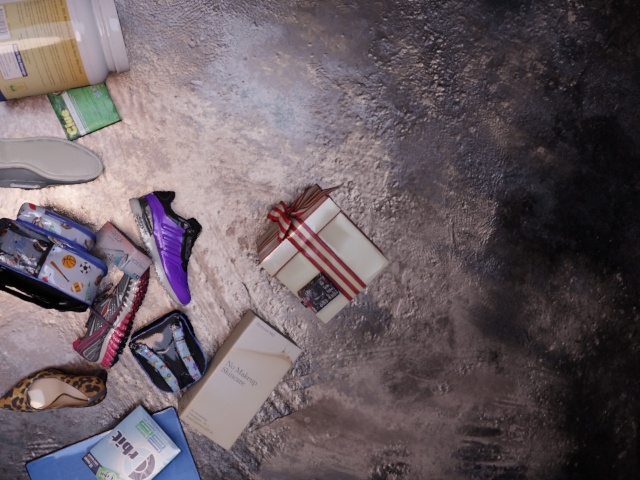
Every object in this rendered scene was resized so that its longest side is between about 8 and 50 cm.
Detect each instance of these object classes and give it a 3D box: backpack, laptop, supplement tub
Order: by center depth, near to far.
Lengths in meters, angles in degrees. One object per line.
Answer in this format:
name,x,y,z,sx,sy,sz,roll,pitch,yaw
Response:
supplement tub,-0.591,-0.437,1.467,0.316,0.228,0.228,-13,97,-12
backpack,-0.617,0.051,1.528,0.263,0.276,0.213,35,72,-17
laptop,-0.461,0.686,1.620,0.381,0.408,0.236,-19,132,-12
backpack,-0.367,0.275,1.665,0.158,0.117,0.173,-32,100,-10

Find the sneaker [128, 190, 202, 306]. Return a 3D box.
sneaker,-0.349,0.012,1.657,0.146,0.102,0.294,-22,99,-12

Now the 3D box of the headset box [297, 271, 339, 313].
headset box,-0.008,0.123,1.556,0.083,0.032,0.062,-41,107,5

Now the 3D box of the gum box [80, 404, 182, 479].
gum box,-0.459,0.524,1.654,0.184,0.041,0.157,-42,77,-17

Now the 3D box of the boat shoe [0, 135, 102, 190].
boat shoe,-0.676,-0.171,1.579,0.319,0.099,0.116,3,58,-20

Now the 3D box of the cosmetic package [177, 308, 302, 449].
cosmetic package,-0.205,0.348,1.715,0.160,0.113,0.309,37,86,-14

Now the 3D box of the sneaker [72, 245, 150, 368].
sneaker,-0.494,0.152,1.624,0.112,0.121,0.299,22,85,-3

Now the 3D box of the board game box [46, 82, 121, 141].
board game box,-0.590,-0.379,1.605,0.136,0.030,0.260,-25,100,-13

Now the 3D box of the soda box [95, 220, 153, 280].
soda box,-0.466,0.022,1.587,0.063,0.183,0.058,-51,134,-6

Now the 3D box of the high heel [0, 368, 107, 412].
high heel,-0.627,0.361,1.570,0.261,0.186,0.093,-13,97,-13

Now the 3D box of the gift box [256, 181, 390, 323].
gift box,0.000,0.000,1.672,0.258,0.255,0.276,44,89,-15
